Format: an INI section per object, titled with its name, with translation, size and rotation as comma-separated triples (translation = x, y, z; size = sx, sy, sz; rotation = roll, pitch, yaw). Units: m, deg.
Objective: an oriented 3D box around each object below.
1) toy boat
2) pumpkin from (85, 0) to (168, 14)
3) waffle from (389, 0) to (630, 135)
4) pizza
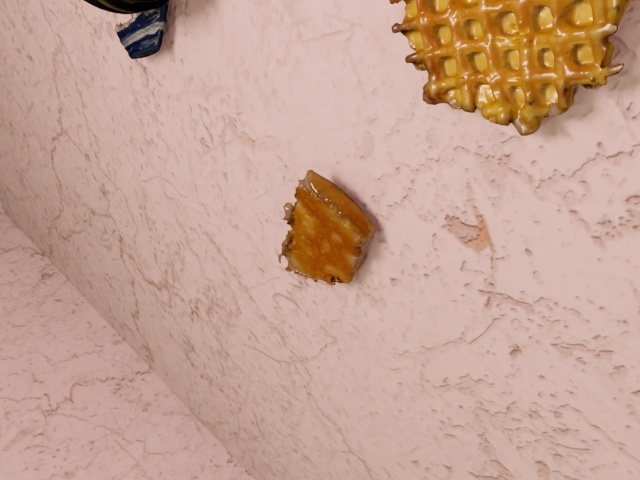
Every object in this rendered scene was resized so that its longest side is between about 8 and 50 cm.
[toy boat]
translation = -0.397, -0.547, 1.139
size = 0.221, 0.067, 0.290
rotation = 3, 105, 48
[pumpkin]
translation = -0.354, -0.552, 0.897
size = 0.323, 0.241, 0.323
rotation = 27, 144, 21
[waffle]
translation = 0.210, -0.281, 0.595
size = 0.329, 0.062, 0.329
rotation = 28, 132, 36
[pizza]
translation = 0.000, 0.000, 1.027
size = 0.189, 0.071, 0.297
rotation = 37, 143, 8
